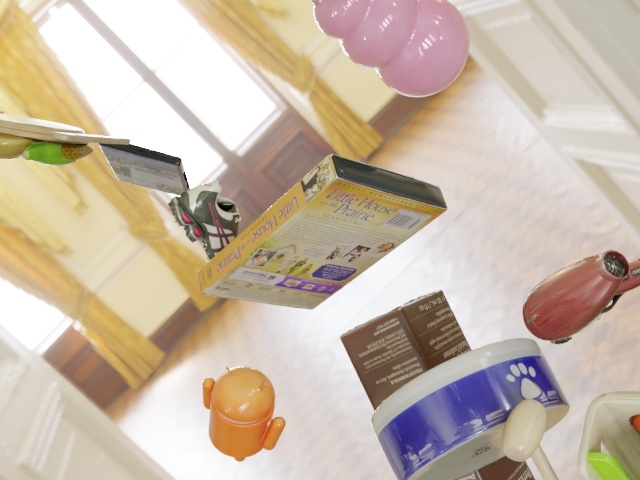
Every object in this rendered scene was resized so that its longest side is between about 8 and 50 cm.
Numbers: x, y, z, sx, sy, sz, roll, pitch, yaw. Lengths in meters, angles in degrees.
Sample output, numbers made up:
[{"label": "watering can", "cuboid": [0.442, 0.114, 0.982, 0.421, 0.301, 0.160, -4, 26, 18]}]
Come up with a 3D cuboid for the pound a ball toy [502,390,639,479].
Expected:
[{"label": "pound a ball toy", "cuboid": [0.390, 0.282, 1.140, 0.208, 0.319, 0.136, -6, 48, 39]}]

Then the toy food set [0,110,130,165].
[{"label": "toy food set", "cuboid": [-0.304, -0.104, 0.938, 0.132, 0.192, 0.039, -8, -69, -67]}]

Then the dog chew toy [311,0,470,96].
[{"label": "dog chew toy", "cuboid": [0.131, -0.418, 1.801, 0.206, 0.331, 0.207, -42, 37, 43]}]

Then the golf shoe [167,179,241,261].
[{"label": "golf shoe", "cuboid": [-0.209, -0.014, 1.954, 0.120, 0.273, 0.105, -34, 47, 1]}]

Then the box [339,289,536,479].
[{"label": "box", "cuboid": [0.203, 0.291, 1.560, 0.143, 0.382, 0.191, -28, -6, 30]}]

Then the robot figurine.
[{"label": "robot figurine", "cuboid": [-0.152, 0.335, 1.780, 0.158, 0.128, 0.219, -120, 29, -43]}]

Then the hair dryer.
[{"label": "hair dryer", "cuboid": [0.362, 0.051, 1.187, 0.223, 0.080, 0.293, -39, -15, 11]}]

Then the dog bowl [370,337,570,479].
[{"label": "dog bowl", "cuboid": [0.209, 0.247, 1.280, 0.264, 0.104, 0.265, -20, -26, -10]}]

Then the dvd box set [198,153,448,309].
[{"label": "dvd box set", "cuboid": [0.000, 0.000, 1.795, 0.420, 0.307, 0.062, -39, 55, 36]}]

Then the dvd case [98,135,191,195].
[{"label": "dvd case", "cuboid": [-0.386, -0.160, 2.039, 0.253, 0.180, 0.022, 102, -177, -76]}]
